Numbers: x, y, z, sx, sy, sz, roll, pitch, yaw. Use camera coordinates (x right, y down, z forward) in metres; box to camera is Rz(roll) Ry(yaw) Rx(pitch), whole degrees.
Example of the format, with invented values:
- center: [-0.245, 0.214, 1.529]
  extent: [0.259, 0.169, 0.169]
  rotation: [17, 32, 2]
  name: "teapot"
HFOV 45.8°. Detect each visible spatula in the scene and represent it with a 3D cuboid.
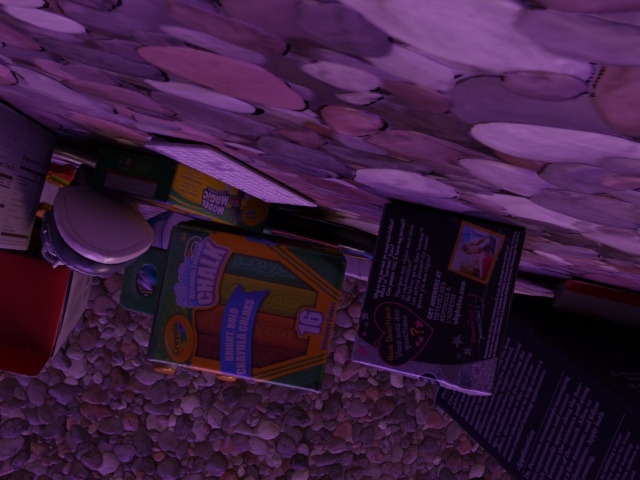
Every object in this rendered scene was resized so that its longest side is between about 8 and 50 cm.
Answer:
- center: [-0.304, -0.100, 1.118]
  extent: [0.168, 0.019, 0.242]
  rotation: [12, 176, 44]
  name: "spatula"

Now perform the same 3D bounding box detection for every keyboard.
- center: [-0.083, -0.066, 0.803]
  extent: [0.072, 0.014, 0.256]
  rotation: [13, 176, 24]
  name: "keyboard"

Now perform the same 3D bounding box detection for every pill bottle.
- center: [-0.217, 0.011, 1.281]
  extent: [0.146, 0.146, 0.264]
  rotation: [17, 164, -31]
  name: "pill bottle"

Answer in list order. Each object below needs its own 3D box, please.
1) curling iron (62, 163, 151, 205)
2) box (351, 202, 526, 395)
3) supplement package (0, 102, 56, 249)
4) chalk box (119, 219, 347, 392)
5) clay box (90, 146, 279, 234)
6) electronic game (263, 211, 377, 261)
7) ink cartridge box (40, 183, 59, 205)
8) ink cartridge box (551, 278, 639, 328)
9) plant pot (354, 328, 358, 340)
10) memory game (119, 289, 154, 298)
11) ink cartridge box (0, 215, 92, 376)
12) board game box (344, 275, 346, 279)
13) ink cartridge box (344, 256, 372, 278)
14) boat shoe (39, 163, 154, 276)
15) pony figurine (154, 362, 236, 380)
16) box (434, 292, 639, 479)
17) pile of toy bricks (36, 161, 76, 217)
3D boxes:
- center: [-0.321, -0.086, 1.308]
  extent: [0.273, 0.035, 0.068]
  rotation: [11, -160, -29]
  name: "curling iron"
- center: [0.131, 0.068, 0.815]
  extent: [0.142, 0.164, 0.247]
  rotation: [12, 175, 15]
  name: "box"
- center: [-0.449, -0.093, 0.791]
  extent: [0.261, 0.145, 0.204]
  rotation: [14, 177, -1]
  name: "supplement package"
- center: [-0.126, 0.074, 1.019]
  extent: [0.288, 0.180, 0.179]
  rotation: [10, -177, -3]
  name: "chalk box"
- center: [-0.159, -0.056, 0.950]
  extent: [0.127, 0.053, 0.222]
  rotation: [14, 175, 31]
  name: "clay box"
- center: [0.000, 0.000, 1.207]
  extent: [0.229, 0.048, 0.229]
  rotation: [15, 177, 1]
  name: "electronic game"
- center: [-0.542, -0.052, 1.465]
  extent: [0.065, 0.186, 0.311]
  rotation: [12, 177, 2]
  name: "ink cartridge box"
- center: [0.409, 0.093, 1.060]
  extent: [0.145, 0.045, 0.179]
  rotation: [13, 179, 12]
  name: "ink cartridge box"
- center: [0.236, 0.168, 1.697]
  extent: [0.283, 0.191, 0.284]
  rotation: [15, 177, 1]
  name: "plant pot"
- center: [-0.258, 0.099, 1.329]
  extent: [0.186, 0.012, 0.186]
  rotation: [1, 171, 0]
  name: "memory game"
- center: [-0.463, 0.037, 0.959]
  extent: [0.309, 0.130, 0.272]
  rotation: [14, -169, -10]
  name: "ink cartridge box"
- center: [-0.096, 0.031, 1.902]
  extent: [0.317, 0.066, 0.318]
  rotation: [15, 176, -3]
  name: "board game box"
- center: [0.118, 0.051, 1.405]
  extent: [0.104, 0.060, 0.180]
  rotation: [18, 175, -35]
  name: "ink cartridge box"
- center: [-0.272, -0.007, 0.893]
  extent: [0.116, 0.099, 0.319]
  rotation: [30, -173, -21]
  name: "boat shoe"
- center: [-0.183, 0.093, 1.546]
  extent: [0.302, 0.364, 0.350]
  rotation: [26, 155, -35]
  name: "pony figurine"
- center: [0.412, 0.251, 1.108]
  extent: [0.293, 0.212, 0.395]
  rotation: [8, -162, -30]
  name: "box"
- center: [-0.459, -0.096, 1.103]
  extent: [0.212, 0.118, 0.105]
  rotation: [27, 155, -26]
  name: "pile of toy bricks"
